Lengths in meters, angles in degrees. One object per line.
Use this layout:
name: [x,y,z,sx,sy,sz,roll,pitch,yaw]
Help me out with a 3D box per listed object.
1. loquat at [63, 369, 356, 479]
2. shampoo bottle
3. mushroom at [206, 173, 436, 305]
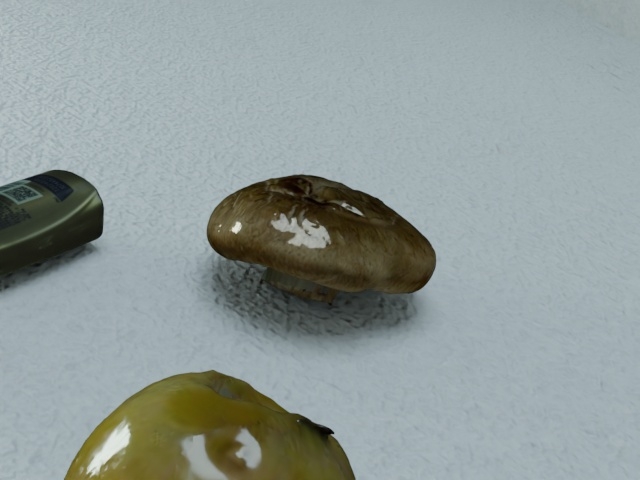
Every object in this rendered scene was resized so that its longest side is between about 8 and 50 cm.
loquat: [-0.084,0.218,0.810,0.244,0.244,0.244,8,27,-4]
shampoo bottle: [-0.403,0.004,1.269,0.125,0.084,0.350,23,30,28]
mushroom: [0.000,0.000,1.350,0.278,0.146,0.278,14,5,-1]
